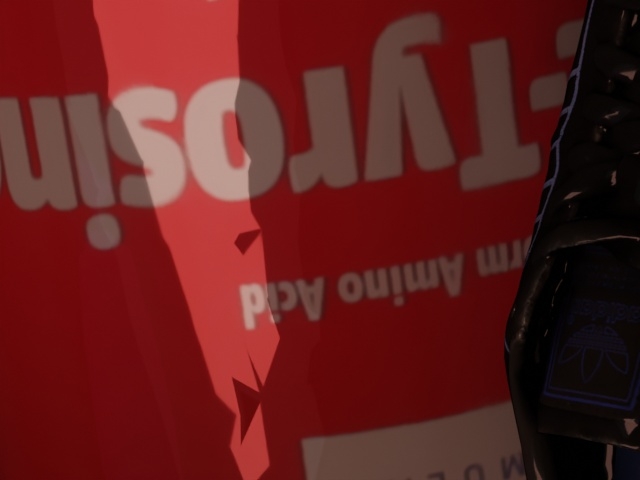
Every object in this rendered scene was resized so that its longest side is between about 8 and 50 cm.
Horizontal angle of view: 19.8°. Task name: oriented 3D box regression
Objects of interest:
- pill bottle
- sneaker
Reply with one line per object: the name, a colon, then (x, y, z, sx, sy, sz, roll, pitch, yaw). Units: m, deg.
pill bottle: (0.000, 0.000, 0.558, 0.229, 0.229, 0.408, -1, 105, 31)
sneaker: (0.089, -0.006, 0.428, 0.081, 0.090, 0.232, 6, 103, 41)
